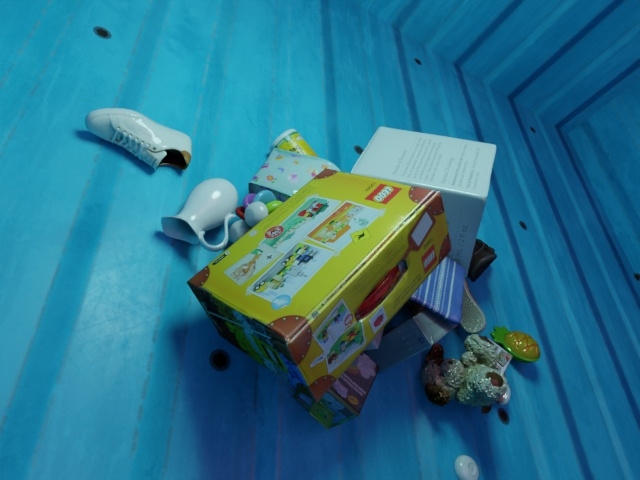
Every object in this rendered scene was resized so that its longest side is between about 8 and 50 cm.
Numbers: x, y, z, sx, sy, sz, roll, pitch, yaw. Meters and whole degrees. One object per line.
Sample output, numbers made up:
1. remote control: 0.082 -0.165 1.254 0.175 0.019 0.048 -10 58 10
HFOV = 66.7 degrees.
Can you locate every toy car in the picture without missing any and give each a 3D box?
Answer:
1. toy car: -0.176 -0.067 1.374 0.159 0.182 0.136 1 52 -50

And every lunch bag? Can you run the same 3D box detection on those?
1. lunch bag: -0.062 -0.151 1.494 0.263 0.160 0.223 16 44 7

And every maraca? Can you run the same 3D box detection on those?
1. maraca: 0.718 0.379 1.792 0.186 0.099 0.127 31 35 23

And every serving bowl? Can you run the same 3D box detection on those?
1. serving bowl: 0.426 0.659 1.400 0.083 0.027 0.083 20 48 -24

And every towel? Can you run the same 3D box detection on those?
1. towel: 0.266 0.085 1.399 0.336 0.040 0.243 29 41 -4

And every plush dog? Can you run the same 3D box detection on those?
1. plush dog: 0.416 0.421 1.470 0.226 0.210 0.262 6 26 8

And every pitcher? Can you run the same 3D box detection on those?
1. pitcher: -0.293 -0.067 1.313 0.178 0.125 0.207 31 49 7

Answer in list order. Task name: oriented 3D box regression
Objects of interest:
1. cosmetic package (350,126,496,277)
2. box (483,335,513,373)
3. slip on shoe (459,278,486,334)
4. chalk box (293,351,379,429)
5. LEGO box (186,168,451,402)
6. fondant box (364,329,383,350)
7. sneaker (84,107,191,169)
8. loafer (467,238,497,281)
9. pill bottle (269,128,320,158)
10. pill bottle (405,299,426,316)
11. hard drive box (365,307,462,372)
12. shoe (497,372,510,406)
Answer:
1. cosmetic package: 0.327 -0.132 1.591 0.394 0.329 0.327 12 42 16
2. box: 0.538 0.424 1.601 0.114 0.036 0.207 37 56 13
3. slip on shoe: 0.492 0.192 1.760 0.101 0.123 0.331 41 22 -59
4. chalk box: 0.033 0.377 1.235 0.132 0.132 0.213 43 44 -5
5. LEGO box: 0.006 0.061 1.149 0.500 0.373 0.193 -42 130 -26
6. fondant box: 0.116 0.124 1.425 0.238 0.096 0.330 62 30 -23
7. sneaker: -0.489 -0.270 1.335 0.290 0.106 0.123 12 50 -33
8. loafer: 0.580 0.060 1.865 0.130 0.133 0.366 41 15 11
9. pill bottle: -0.066 -0.265 1.650 0.208 0.117 0.118 50 43 4
10. pill bottle: 0.337 0.190 1.616 0.121 0.121 0.216 -27 77 -46
11. hard drive box: 0.266 0.276 1.416 0.181 0.232 0.089 -19 71 -46
12. shoe: 0.585 0.467 1.646 0.081 0.063 0.178 31 40 -13
